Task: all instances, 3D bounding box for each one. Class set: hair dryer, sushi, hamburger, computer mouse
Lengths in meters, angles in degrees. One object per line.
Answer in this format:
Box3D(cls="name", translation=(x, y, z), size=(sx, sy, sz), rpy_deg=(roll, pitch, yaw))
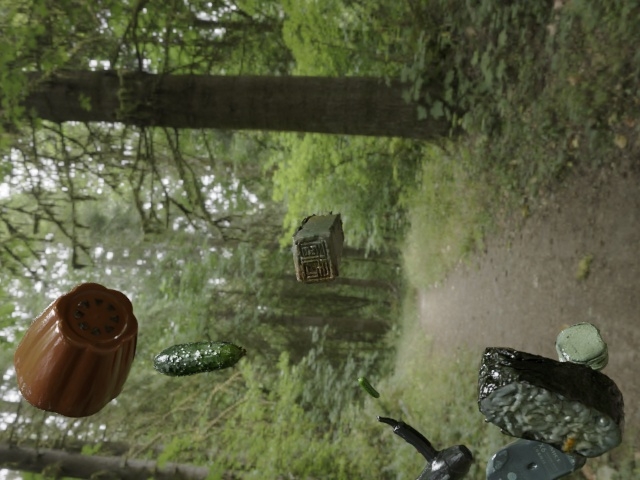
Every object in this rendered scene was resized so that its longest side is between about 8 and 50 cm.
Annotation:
Box3D(cls="hair dryer", translation=(0.240, 0.561, 1.566), size=(0.235, 0.271, 0.091), rpy_deg=(-48, -8, 21))
Box3D(cls="sushi", translation=(0.540, 0.373, 1.399), size=(0.171, 0.349, 0.211), rpy_deg=(-70, -3, -52))
Box3D(cls="hamburger", translation=(0.719, 0.298, 1.627), size=(0.140, 0.133, 0.062), rpy_deg=(-82, -28, -44))
Box3D(cls="computer mouse", translation=(0.670, 0.639, 1.756), size=(0.167, 0.379, 0.090), rpy_deg=(63, -168, 5))

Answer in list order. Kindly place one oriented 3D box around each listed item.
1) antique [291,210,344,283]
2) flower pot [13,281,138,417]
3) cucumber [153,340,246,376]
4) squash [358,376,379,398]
Box3D(cls="antique", translation=(0.000, 0.000, 1.781), size=(0.284, 0.125, 0.150), rpy_deg=(-73, -25, -65))
Box3D(cls="flower pot", translation=(-0.385, 0.168, 0.968), size=(0.173, 0.190, 0.191), rpy_deg=(-49, 20, 37))
Box3D(cls="cucumber", translation=(-0.244, 0.235, 1.185), size=(0.069, 0.227, 0.069), rpy_deg=(32, -128, -53))
Box3D(cls="squash", translation=(0.143, 0.436, 1.742), size=(0.089, 0.027, 0.027), rpy_deg=(51, -159, -15))
